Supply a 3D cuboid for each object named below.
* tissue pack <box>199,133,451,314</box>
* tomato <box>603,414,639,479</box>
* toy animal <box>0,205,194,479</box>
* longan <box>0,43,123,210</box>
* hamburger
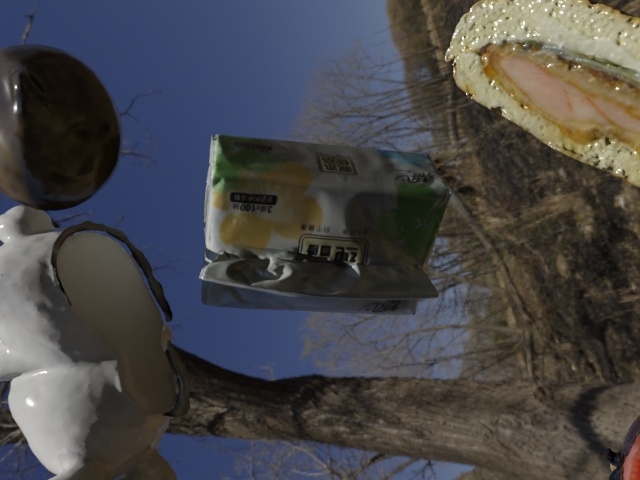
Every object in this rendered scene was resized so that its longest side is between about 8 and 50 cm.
[{"bbox_3d":[0.000,0.000,0.539,0.145,0.229,0.159,-106,23,-57],"label":"tissue pack"},{"bbox_3d":[0.470,0.311,0.564,0.321,0.321,0.322,-12,-90,-71],"label":"tomato"},{"bbox_3d":[-0.228,0.131,0.518,0.208,0.154,0.325,21,-133,-53],"label":"toy animal"},{"bbox_3d":[-0.175,-0.072,0.346,0.113,0.092,0.113,171,90,-77],"label":"longan"},{"bbox_3d":[0.338,-0.202,0.678,0.209,0.329,0.162,-35,-31,-54],"label":"hamburger"}]
